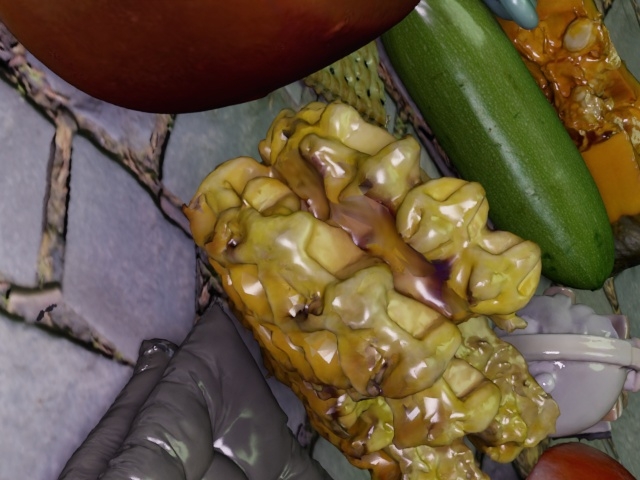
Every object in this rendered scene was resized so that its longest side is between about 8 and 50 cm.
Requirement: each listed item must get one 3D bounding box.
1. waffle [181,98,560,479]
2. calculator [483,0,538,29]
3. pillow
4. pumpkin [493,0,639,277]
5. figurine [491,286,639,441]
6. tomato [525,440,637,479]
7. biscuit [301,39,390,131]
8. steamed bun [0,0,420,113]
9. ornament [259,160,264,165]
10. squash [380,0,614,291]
[{"bbox_3d":[0.038,0.049,1.273,0.261,0.151,0.324,42,-15,22],"label":"waffle"},{"bbox_3d":[0.124,-0.291,1.771,0.184,0.042,0.295,44,16,-42],"label":"calculator"},{"bbox_3d":[-0.081,0.214,1.180,0.228,0.101,0.326,59,29,-18],"label":"pillow"},{"bbox_3d":[0.247,-0.090,1.885,0.280,0.139,0.190,50,35,-34],"label":"pumpkin"},{"bbox_3d":[0.206,0.101,1.688,0.237,0.162,0.141,21,67,-70],"label":"figurine"},{"bbox_3d":[0.239,0.272,1.653,0.228,0.112,0.199,-41,128,-54],"label":"tomato"},{"bbox_3d":[-0.003,-0.182,1.610,0.203,0.016,0.144,26,53,-53],"label":"biscuit"},{"bbox_3d":[-0.061,-0.219,1.290,0.379,0.235,0.248,-22,92,-62],"label":"steamed bun"},{"bbox_3d":[0.000,0.000,1.455,0.156,0.081,0.075,58,8,-31],"label":"ornament"},{"bbox_3d":[0.153,-0.112,1.757,0.395,0.107,0.107,54,34,-26],"label":"squash"}]
